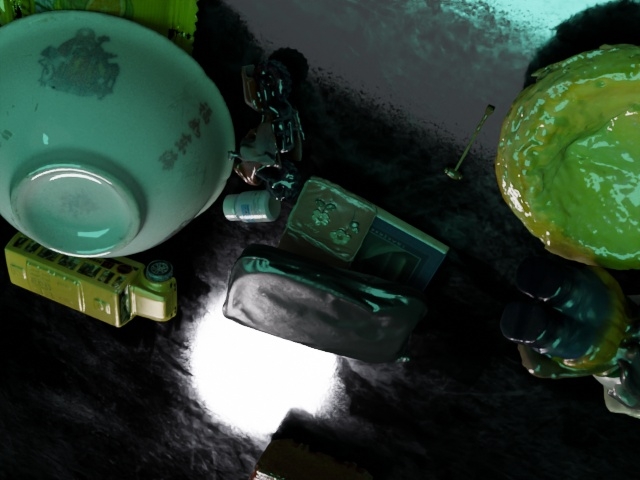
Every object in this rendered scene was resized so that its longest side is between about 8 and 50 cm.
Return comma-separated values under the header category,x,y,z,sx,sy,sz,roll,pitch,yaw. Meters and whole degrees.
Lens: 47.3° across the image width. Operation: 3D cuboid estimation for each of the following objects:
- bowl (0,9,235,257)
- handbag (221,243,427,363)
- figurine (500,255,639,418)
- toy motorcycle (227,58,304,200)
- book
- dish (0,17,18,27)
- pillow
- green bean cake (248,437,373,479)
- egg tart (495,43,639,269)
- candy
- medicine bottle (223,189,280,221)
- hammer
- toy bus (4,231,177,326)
category,x,y,z,sx,sy,sz,roll,pitch,yaw
bowl,-0.348,-0.103,1.105,0.434,0.196,0.435,-2,133,-2
handbag,0.011,0.110,1.192,0.332,0.075,0.192,15,135,-6
figurine,0.404,0.136,0.958,0.332,0.185,0.204,24,177,-40
toy motorcycle,-0.088,-0.165,1.109,0.118,0.084,0.213,10,113,36
book,0.075,0.062,1.226,0.190,0.025,0.269,30,130,6
dish,-0.519,-0.262,1.231,0.302,0.120,0.303,12,125,18
pillow,0.000,0.000,1.176,0.126,0.043,0.233,29,131,2
green bean cake,-0.028,0.516,1.550,0.232,0.097,0.199,28,132,6
egg tart,0.375,-0.105,0.901,0.314,0.120,0.315,13,129,17
candy,-0.325,-0.354,1.058,0.297,0.081,0.187,10,130,-8
medicine bottle,-0.115,-0.057,1.219,0.089,0.052,0.052,-1,122,28
hammer,0.211,-0.137,1.029,0.029,0.014,0.123,23,128,-1
toy bus,-0.445,0.073,1.429,0.335,0.123,0.121,20,129,13
